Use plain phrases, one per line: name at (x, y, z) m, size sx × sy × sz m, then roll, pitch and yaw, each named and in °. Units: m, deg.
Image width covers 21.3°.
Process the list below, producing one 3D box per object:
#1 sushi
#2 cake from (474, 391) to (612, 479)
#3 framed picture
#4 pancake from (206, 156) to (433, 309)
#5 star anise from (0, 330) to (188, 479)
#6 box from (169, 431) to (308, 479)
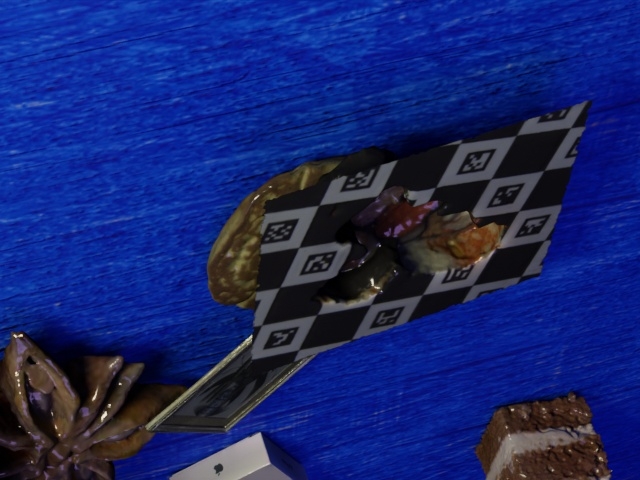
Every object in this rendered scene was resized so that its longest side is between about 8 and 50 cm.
sushi at (0.077, -0.022, 1.662) m, size 0.339 × 0.069 × 0.320 m, roll -18°, pitch 150°, yaw -14°
cake at (0.290, 0.295, 2.186) m, size 0.135 × 0.147 × 0.134 m, roll -6°, pitch 144°, yaw -17°
framed picture at (-0.065, 0.136, 1.831) m, size 0.231 × 0.010 × 0.173 m, roll -41°, pitch 158°, yaw 17°
pancake at (0.000, 0.001, 1.718) m, size 0.250 × 0.031 × 0.250 m, roll -16°, pitch 147°, yaw -11°
star anise at (-0.295, 0.194, 1.774) m, size 0.349 × 0.109 × 0.292 m, roll -8°, pitch 126°, yaw -37°
box at (-0.096, 0.301, 2.081) m, size 0.129 × 0.051 × 0.130 m, roll -27°, pitch 146°, yaw 11°
